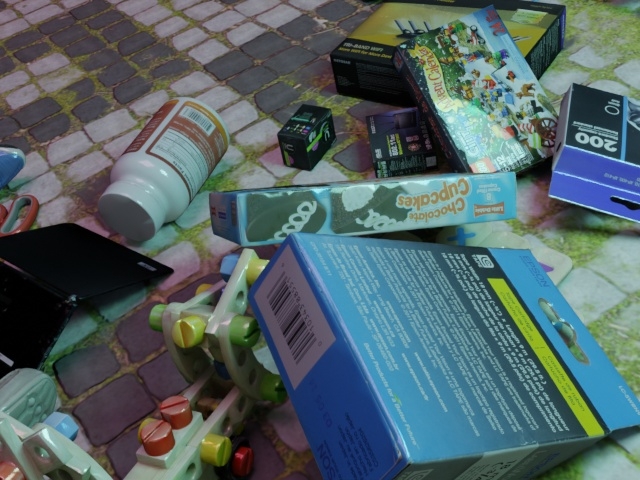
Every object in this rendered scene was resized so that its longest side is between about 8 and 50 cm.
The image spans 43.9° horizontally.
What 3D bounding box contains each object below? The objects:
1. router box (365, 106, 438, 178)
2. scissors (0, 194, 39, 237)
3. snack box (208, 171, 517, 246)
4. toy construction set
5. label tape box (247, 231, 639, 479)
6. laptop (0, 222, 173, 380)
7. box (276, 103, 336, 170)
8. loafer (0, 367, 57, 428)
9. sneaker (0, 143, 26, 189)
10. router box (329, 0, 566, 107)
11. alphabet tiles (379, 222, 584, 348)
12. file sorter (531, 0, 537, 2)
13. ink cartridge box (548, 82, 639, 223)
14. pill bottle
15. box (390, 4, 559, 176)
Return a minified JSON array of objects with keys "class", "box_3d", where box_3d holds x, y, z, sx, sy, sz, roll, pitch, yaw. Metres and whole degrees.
[{"class":"router box","box_3d":[0.119,-0.146,1.176,0.092,0.038,0.122,-11,42,5]},{"class":"scissors","box_3d":[-0.500,0.032,1.166,0.109,0.021,0.297,-5,41,8]},{"class":"snack box","box_3d":[0.043,-0.042,0.938,0.322,0.060,0.187,-6,6,-17]},{"class":"toy construction set","box_3d":[-0.151,0.167,0.764,0.151,0.215,0.328,17,37,36]},{"class":"label tape box","box_3d":[0.126,0.118,0.769,0.334,0.106,0.240,5,44,-37]},{"class":"laptop","box_3d":[-0.377,0.095,1.071,0.234,0.136,0.264,20,78,33]},{"class":"box","box_3d":[-0.020,-0.158,1.210,0.052,0.062,0.083,14,49,26]},{"class":"loafer","box_3d":[-0.416,0.253,0.835,0.111,0.112,0.319,25,54,25]},{"class":"sneaker","box_3d":[-0.561,-0.075,1.268,0.211,0.080,0.081,-36,51,-9]},{"class":"router box","box_3d":[0.209,-0.312,1.301,0.309,0.081,0.243,17,50,30]},{"class":"alphabet tiles","box_3d":[0.152,0.078,0.936,0.284,0.021,0.278,27,56,37]},{"class":"file sorter","box_3d":[0.310,-0.488,1.384,0.118,0.170,0.104,-25,45,17]},{"class":"ink cartridge box","box_3d":[0.403,-0.106,1.009,0.206,0.045,0.208,17,48,6]},{"class":"pill bottle","box_3d":[-0.230,-0.104,1.166,0.121,0.121,0.216,7,46,23]},{"class":"box","box_3d":[0.222,-0.193,1.098,0.159,0.044,0.233,-25,80,-13]}]
